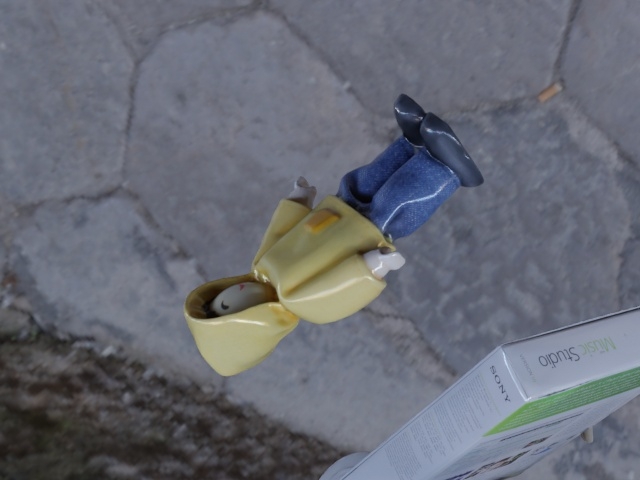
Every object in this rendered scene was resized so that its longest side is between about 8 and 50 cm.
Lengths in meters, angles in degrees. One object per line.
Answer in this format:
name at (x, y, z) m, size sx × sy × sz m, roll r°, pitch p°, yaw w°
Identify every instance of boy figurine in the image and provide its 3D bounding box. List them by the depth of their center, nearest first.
boy figurine at (0.000, 0.000, 1.042) m, size 0.285 × 0.177 × 0.092 m, roll -39°, pitch 127°, yaw 0°

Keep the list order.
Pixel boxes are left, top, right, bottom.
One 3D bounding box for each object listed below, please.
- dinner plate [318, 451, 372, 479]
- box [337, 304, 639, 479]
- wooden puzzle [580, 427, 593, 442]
dinner plate at (0.035, 0.314, 1.412) m, size 0.141 × 0.141 × 0.017 m, roll -21°, pitch 140°, yaw 33°
box at (0.176, 0.165, 1.106) m, size 0.322 × 0.232 × 0.058 m, roll -49°, pitch 59°, yaw 49°
wooden puzzle at (0.269, 0.169, 1.263) m, size 0.014 × 0.078 × 0.116 m, roll -15°, pitch 128°, yaw 0°
